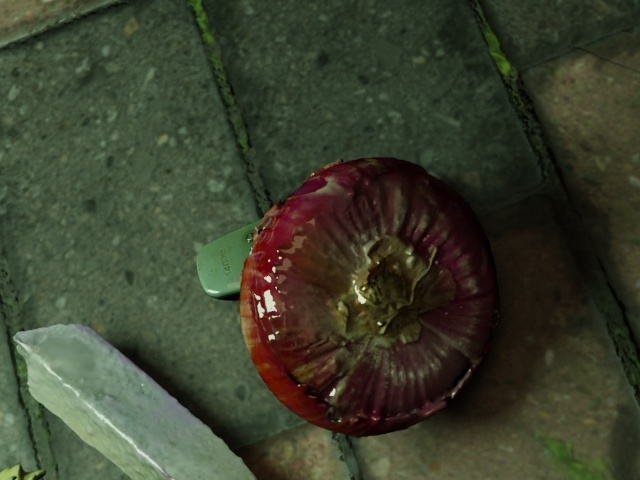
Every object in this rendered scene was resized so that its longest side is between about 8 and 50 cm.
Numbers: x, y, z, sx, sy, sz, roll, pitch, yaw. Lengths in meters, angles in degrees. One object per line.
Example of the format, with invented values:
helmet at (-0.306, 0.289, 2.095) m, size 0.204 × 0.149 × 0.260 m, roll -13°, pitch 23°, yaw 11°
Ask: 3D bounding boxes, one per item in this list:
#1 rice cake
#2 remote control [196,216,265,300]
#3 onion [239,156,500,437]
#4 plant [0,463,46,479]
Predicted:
rice cake at (-0.104, 0.193, 1.447) m, size 0.399 × 0.064 × 0.070 m, roll 37°, pitch 50°, yaw 27°
remote control at (0.000, 0.000, 1.535) m, size 0.222 × 0.042 × 0.072 m, roll -18°, pitch 61°, yaw 4°
onion at (0.033, 0.045, 1.441) m, size 0.230 × 0.163 × 0.230 m, roll 1°, pitch 88°, yaw -19°
plant at (-0.323, 0.316, 1.344) m, size 0.261 × 0.306 × 0.297 m, roll 4°, pitch 91°, yaw -14°
